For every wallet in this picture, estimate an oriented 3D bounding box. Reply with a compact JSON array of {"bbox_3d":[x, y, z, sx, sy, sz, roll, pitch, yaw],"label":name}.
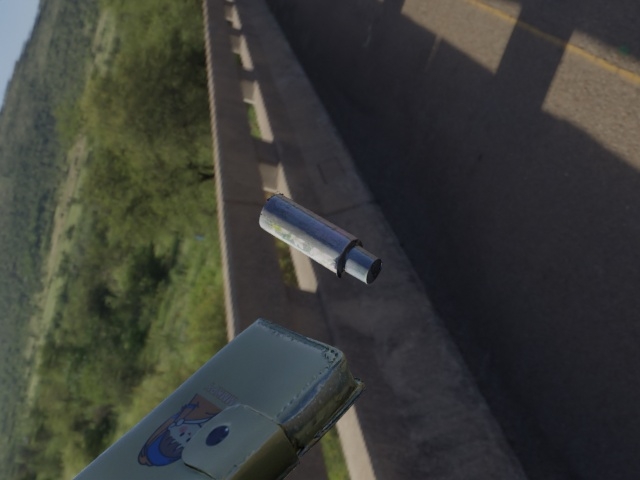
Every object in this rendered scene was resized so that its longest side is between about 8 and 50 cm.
[{"bbox_3d":[-0.057,0.111,0.445,0.155,0.039,0.110,-41,27,-23],"label":"wallet"}]

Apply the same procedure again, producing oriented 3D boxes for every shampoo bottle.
[{"bbox_3d":[0.000,0.000,1.278,0.214,0.072,0.072,31,111,27],"label":"shampoo bottle"}]
